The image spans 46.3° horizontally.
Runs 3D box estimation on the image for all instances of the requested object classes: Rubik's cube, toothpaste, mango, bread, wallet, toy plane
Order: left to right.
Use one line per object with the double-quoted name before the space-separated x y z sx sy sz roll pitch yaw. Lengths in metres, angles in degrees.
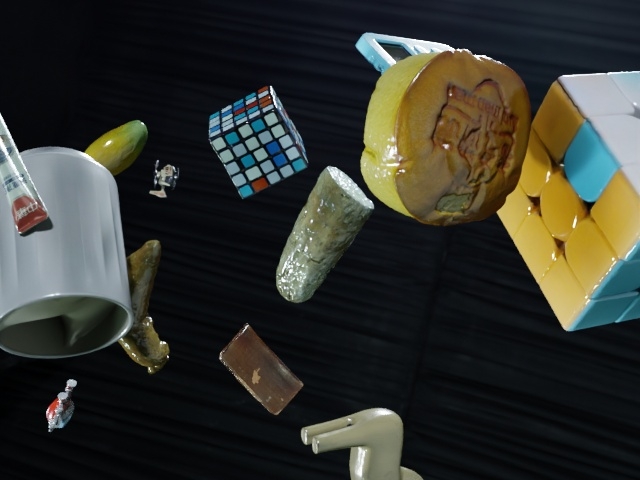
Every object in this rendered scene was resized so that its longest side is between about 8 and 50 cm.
"toothpaste" -0.519 -0.127 1.248 0.239 0.062 0.039 63 -171 10
"mango" -0.533 -0.238 1.960 0.194 0.092 0.130 -48 -18 -11
"toy plane" -0.301 -0.116 1.446 0.120 0.049 0.031 -100 31 -53
"Rubik's cube" -0.154 -0.244 1.849 0.182 0.187 0.184 -104 -13 -61
"wallet" -0.121 0.262 1.510 0.095 0.176 0.026 -48 16 -23
"bread" 0.186 -0.152 1.102 0.270 0.148 0.270 -11 -70 -31
"Rubik's cube" 0.497 -0.068 1.192 0.291 0.290 0.291 107 150 -49

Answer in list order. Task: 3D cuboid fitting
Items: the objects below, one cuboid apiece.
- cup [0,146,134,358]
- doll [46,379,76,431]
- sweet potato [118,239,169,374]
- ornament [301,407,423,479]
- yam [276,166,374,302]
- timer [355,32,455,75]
"cup" -0.511 0.033 1.359 0.237 0.323 0.327 50 -161 -59
"doll" -0.400 0.261 1.160 0.114 0.039 0.057 -60 40 36
"sweet potato" -0.366 0.134 1.484 0.098 0.124 0.310 -67 -20 -69
"ornament" 0.085 0.372 1.170 0.061 0.245 0.230 22 114 56
"yam" 0.000 0.000 1.565 0.330 0.133 0.133 -61 -2 31
"timer" 0.216 -0.344 1.531 0.250 0.232 0.091 9 -55 -38
